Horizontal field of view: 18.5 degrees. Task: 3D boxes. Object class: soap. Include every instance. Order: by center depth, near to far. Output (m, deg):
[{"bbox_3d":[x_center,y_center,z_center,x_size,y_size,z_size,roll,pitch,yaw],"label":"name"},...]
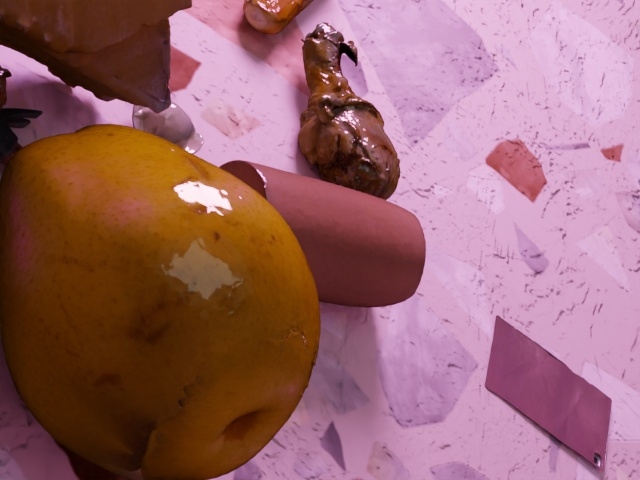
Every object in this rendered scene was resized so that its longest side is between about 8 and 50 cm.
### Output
[{"bbox_3d":[-0.286,-0.201,1.766,0.169,0.304,0.339,26,38,36],"label":"soap"}]

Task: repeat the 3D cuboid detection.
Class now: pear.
[{"bbox_3d":[-0.153,0.050,1.716,0.285,0.285,0.336,17,18,-38],"label":"pear"}]

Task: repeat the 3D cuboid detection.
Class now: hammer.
[{"bbox_3d":[-0.219,-0.019,1.861,0.288,0.033,0.111,42,40,-16],"label":"hammer"}]

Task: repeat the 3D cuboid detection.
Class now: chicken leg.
[{"bbox_3d":[0.018,-0.142,2.161,0.103,0.088,0.227,-8,72,-35],"label":"chicken leg"}]

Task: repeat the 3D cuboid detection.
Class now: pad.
[{"bbox_3d":[0.261,0.175,2.250,0.188,0.006,0.113,36,43,-20],"label":"pad"}]

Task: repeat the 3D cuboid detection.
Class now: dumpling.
[{"bbox_3d":[-0.160,-0.111,1.988,0.077,0.043,0.059,50,52,-33],"label":"dumpling"}]

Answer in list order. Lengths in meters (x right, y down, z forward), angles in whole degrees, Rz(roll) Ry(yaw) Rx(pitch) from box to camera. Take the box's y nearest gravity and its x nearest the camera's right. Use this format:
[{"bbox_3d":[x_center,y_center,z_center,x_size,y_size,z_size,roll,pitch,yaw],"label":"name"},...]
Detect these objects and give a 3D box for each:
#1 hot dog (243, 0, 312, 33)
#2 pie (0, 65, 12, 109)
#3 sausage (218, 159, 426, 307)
[{"bbox_3d":[-0.032,-0.293,2.253,0.066,0.047,0.215,37,39,0],"label":"hot dog"},{"bbox_3d":[-0.472,-0.072,1.528,0.418,0.180,0.395,23,41,-18],"label":"pie"},{"bbox_3d":[0.000,0.000,2.007,0.253,0.123,0.123,12,55,-42],"label":"sausage"}]
